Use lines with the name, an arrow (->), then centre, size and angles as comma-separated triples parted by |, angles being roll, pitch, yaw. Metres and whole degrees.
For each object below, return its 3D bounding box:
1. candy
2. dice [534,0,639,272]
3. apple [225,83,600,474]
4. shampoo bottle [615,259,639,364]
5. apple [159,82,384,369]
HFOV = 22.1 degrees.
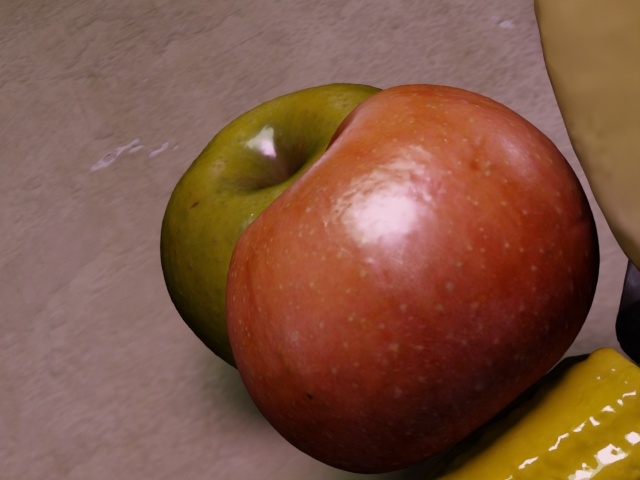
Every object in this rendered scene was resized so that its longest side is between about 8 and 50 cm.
candy -> 0.092, 0.139, 0.801 | 0.199, 0.094, 0.106 | -34, 36, -1
dice -> 0.255, -0.098, 0.776 | 0.227, 0.238, 0.233 | -20, -3, 35
apple -> 0.042, 0.015, 0.831 | 0.201, 0.162, 0.201 | -37, 1, 1
shampoo bottle -> 0.219, -0.013, 0.961 | 0.063, 0.057, 0.207 | -9, 36, 29
apple -> 0.000, 0.000, 1.014 | 0.196, 0.157, 0.196 | -21, 30, 13
